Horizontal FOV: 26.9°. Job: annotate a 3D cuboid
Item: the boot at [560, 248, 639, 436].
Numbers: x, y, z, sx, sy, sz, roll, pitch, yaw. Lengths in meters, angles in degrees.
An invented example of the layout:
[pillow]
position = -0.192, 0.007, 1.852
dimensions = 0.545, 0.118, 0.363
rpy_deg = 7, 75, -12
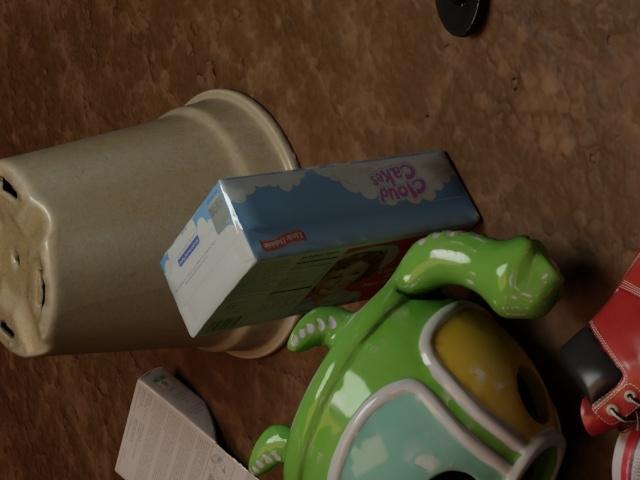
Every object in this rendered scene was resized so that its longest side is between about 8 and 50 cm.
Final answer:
[boot]
position = 0.292, 0.108, 0.994
dimensions = 0.176, 0.088, 0.244
rpy_deg = -51, 43, 5

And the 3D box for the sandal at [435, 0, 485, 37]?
[sandal]
position = 0.119, -0.278, 1.240
dimensions = 0.067, 0.040, 0.179
rpy_deg = 13, 109, 52

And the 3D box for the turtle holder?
[turtle holder]
position = 0.113, 0.152, 1.231
dimensions = 0.227, 0.243, 0.320
rpy_deg = 30, 83, 29

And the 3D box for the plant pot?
[plant pot]
position = -0.227, 0.002, 1.558
dimensions = 0.333, 0.305, 0.334
rpy_deg = 18, 113, 51

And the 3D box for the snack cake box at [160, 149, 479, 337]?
[snack cake box]
position = 0.000, 0.000, 1.280
dimensions = 0.152, 0.264, 0.089
rpy_deg = -49, 59, 47

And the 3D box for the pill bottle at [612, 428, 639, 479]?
[pill bottle]
position = 0.323, 0.186, 1.018
dimensions = 0.180, 0.108, 0.108
rpy_deg = 12, 108, 52

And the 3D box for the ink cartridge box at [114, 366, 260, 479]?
[ink cartridge box]
position = -0.169, 0.302, 1.789
dimensions = 0.224, 0.056, 0.181
rpy_deg = 35, 127, 22
